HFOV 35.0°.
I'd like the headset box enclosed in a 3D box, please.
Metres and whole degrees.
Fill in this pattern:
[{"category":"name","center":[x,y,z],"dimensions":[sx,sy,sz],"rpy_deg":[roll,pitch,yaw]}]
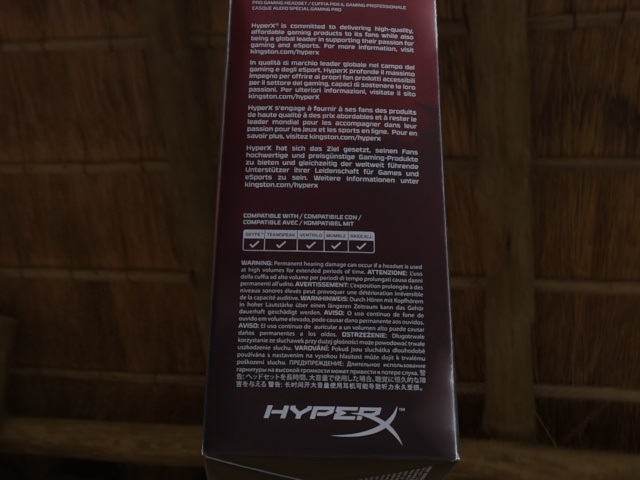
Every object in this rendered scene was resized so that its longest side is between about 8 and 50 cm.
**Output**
[{"category":"headset box","center":[0.000,0.000,0.561],"dimensions":[0.110,0.218,0.293],"rpy_deg":[2,-114,-3]}]
